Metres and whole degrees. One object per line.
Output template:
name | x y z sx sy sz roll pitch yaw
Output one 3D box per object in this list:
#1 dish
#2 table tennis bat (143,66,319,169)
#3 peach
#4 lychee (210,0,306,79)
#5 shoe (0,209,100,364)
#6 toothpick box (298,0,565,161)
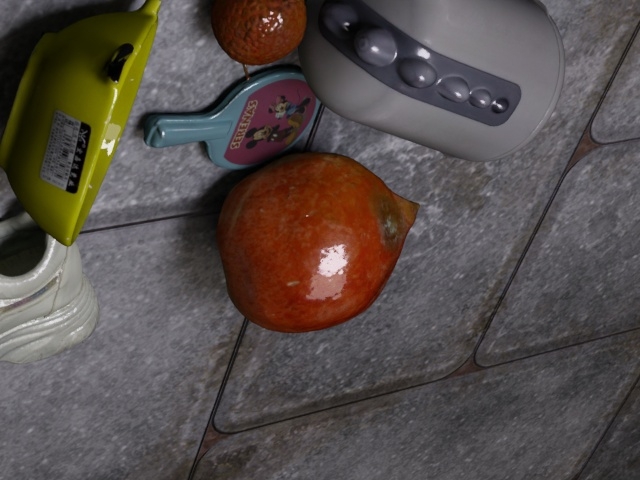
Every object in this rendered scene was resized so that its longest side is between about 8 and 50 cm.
dish | -0.258 -0.132 1.578 0.108 0.221 0.262 20 124 -5
table tennis bat | -0.102 -0.139 1.811 0.244 0.040 0.153 -10 140 -39
peach | 0.000 0.000 1.898 0.256 0.232 0.232 -10 142 -6
lychee | -0.073 -0.237 1.664 0.101 0.140 0.114 5 91 -39
shoe | -0.415 0.067 1.715 0.342 0.132 0.210 -24 141 -23
toothpick box | 0.117 -0.210 1.736 0.316 0.229 0.229 12 124 -47
